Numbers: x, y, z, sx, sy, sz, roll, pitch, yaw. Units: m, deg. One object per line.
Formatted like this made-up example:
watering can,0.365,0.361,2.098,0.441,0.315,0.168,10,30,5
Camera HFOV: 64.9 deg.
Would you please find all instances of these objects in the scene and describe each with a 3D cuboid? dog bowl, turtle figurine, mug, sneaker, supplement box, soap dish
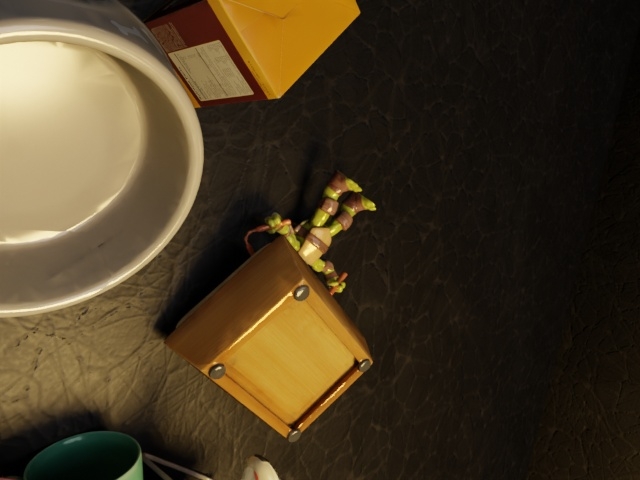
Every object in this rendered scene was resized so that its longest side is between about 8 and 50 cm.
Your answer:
dog bowl,-0.271,-0.072,0.485,0.348,0.102,0.349,-30,145,-24
turtle figurine,0.000,0.000,0.878,0.217,0.087,0.269,-51,127,-4
mug,-0.298,0.312,0.618,0.129,0.157,0.098,-41,132,-74
sneaker,-0.096,0.353,0.624,0.075,0.057,0.162,2,97,-50
supplement box,-0.093,-0.289,0.656,0.191,0.194,0.129,-53,130,-25
soap dish,-0.059,0.167,0.786,0.229,0.118,0.291,-42,129,-7

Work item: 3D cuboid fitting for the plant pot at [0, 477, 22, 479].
plant pot,-0.345,0.364,0.484,0.201,0.201,0.180,-5,141,-45

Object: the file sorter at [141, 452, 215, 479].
file sorter,-0.221,0.462,0.678,0.193,0.173,0.278,46,65,-39
